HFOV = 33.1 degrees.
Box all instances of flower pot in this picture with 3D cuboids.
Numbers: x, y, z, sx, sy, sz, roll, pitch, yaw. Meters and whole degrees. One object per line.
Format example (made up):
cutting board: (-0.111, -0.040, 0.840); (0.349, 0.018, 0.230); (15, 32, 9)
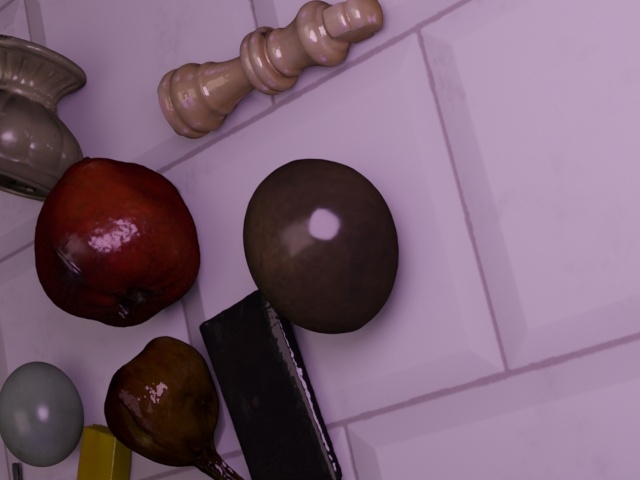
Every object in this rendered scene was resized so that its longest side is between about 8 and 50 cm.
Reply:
flower pot: (-0.557, -0.220, 1.938); (0.307, 0.307, 0.244); (10, 78, 41)

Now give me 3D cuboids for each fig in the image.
fig: (-0.214, 0.282, 1.671); (0.290, 0.191, 0.190); (41, 113, 34)

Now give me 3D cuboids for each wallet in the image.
wallet: (-0.074, 0.240, 1.634); (0.170, 0.044, 0.321); (-32, 71, 32)

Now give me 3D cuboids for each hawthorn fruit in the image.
hawthorn fruit: (-0.340, -0.012, 1.745); (0.265, 0.265, 0.307); (-51, 51, 26)

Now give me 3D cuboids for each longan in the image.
longan: (0.000, 0.000, 1.484); (0.246, 0.215, 0.246); (-174, 90, -81)

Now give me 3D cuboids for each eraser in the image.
eraser: (-0.378, 0.390, 1.883); (0.097, 0.045, 0.122); (7, 92, 41)

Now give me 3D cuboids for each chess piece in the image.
chess piece: (-0.074, -0.275, 1.627); (0.397, 0.117, 0.117); (-21, 74, 36)

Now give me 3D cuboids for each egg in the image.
egg: (-0.501, 0.309, 1.924); (0.149, 0.149, 0.192); (-32, 66, 35)

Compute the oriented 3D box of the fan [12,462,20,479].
fan: (-0.570, 0.594, 2.057); (0.230, 0.011, 0.334); (-10, 83, 40)
